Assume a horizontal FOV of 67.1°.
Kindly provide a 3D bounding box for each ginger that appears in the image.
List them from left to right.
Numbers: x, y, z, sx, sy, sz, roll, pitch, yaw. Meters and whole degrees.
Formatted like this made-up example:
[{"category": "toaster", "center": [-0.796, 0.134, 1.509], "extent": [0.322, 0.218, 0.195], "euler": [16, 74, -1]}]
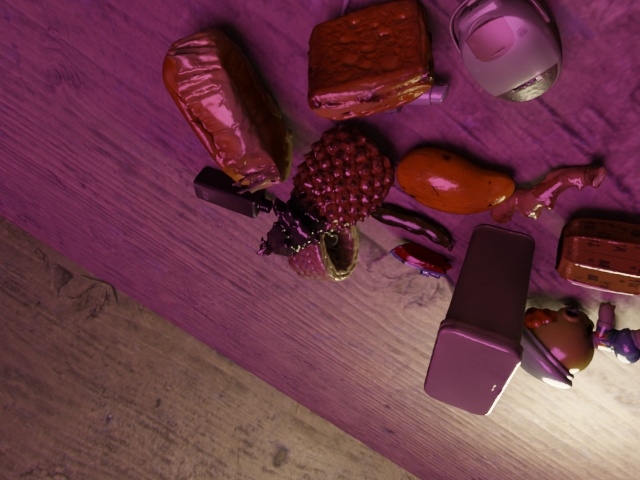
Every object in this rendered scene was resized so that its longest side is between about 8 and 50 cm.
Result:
[{"category": "ginger", "center": [0.479, -0.095, 1.036], "extent": [0.288, 0.075, 0.089], "euler": [-24, 91, 54]}]

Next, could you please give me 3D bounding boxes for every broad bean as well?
[{"category": "broad bean", "center": [0.243, -0.043, 1.282], "extent": [0.254, 0.046, 0.065], "euler": [24, 144, 6]}]

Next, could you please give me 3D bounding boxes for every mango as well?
[{"category": "mango", "center": [0.294, -0.126, 1.087], "extent": [0.262, 0.109, 0.157], "euler": [19, 146, 19]}]

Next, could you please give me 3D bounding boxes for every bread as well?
[{"category": "bread", "center": [-0.212, -0.296, 1.146], "extent": [0.183, 0.236, 0.388], "euler": [-13, 120, 23]}, {"category": "bread", "center": [0.090, -0.327, 0.894], "extent": [0.235, 0.210, 0.099], "euler": [-9, 153, 17]}]

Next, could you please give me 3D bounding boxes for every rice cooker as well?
[{"category": "rice cooker", "center": [0.316, -0.334, 0.810], "extent": [0.206, 0.127, 0.145], "euler": [47, 140, -18]}]

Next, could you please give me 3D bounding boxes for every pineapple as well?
[{"category": "pineapple", "center": [-0.005, -0.086, 1.121], "extent": [0.223, 0.357, 0.223], "euler": [42, 167, 12]}]

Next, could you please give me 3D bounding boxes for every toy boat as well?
[{"category": "toy boat", "center": [0.279, 0.057, 1.359], "extent": [0.173, 0.069, 0.059], "euler": [22, 136, 2]}]

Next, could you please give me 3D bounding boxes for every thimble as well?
[{"category": "thimble", "center": [0.000, 0.007, 1.379], "extent": [0.148, 0.196, 0.229], "euler": [-3, 135, 38]}]

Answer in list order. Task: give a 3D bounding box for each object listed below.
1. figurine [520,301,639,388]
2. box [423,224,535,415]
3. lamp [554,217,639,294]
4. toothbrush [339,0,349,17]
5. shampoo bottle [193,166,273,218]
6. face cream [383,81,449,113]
[{"category": "figurine", "center": [0.683, 0.263, 1.236], "extent": [0.382, 0.205, 0.224], "euler": [-22, 127, 38]}, {"category": "box", "center": [0.400, 0.198, 1.215], "extent": [0.177, 0.344, 0.352], "euler": [15, 142, 16]}, {"category": "lamp", "center": [0.611, 0.032, 1.034], "extent": [0.185, 0.161, 0.161], "euler": [9, 140, 20]}, {"category": "toothbrush", "center": [0.063, -0.489, 0.870], "extent": [0.024, 0.029, 0.354], "euler": [15, 144, -6]}, {"category": "shampoo bottle", "center": [-0.262, -0.141, 1.475], "extent": [0.246, 0.079, 0.080], "euler": [21, 145, 12]}, {"category": "face cream", "center": [0.132, -0.309, 0.982], "extent": [0.252, 0.101, 0.101], "euler": [14, 142, 20]}]
